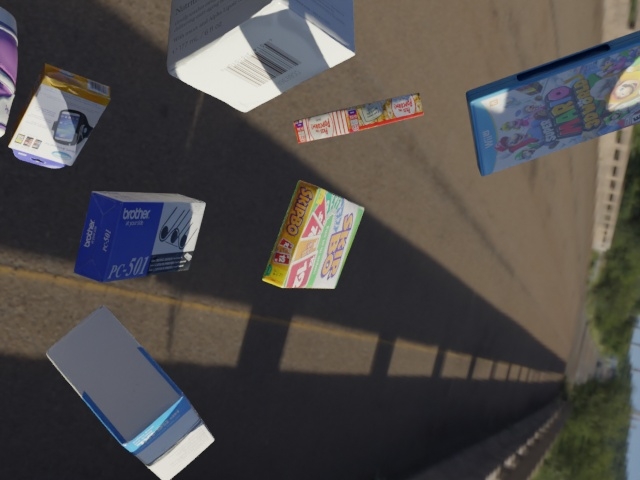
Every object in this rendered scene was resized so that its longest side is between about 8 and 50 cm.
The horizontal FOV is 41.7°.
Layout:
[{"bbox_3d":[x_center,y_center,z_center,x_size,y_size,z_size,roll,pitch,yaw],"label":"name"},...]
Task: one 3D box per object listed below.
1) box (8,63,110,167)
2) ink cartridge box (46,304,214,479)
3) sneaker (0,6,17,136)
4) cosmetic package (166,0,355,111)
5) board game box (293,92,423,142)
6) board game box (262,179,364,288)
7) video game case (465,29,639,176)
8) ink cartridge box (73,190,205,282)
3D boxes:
[{"bbox_3d":[-0.318,-0.144,1.014,0.136,0.081,0.028,-46,-139,35],"label":"box"},{"bbox_3d":[-0.215,0.186,0.981,0.086,0.148,0.203,-41,158,-17],"label":"ink cartridge box"},{"bbox_3d":[-0.397,-0.159,0.721,0.282,0.102,0.161,11,71,-41],"label":"sneaker"},{"bbox_3d":[-0.080,-0.401,1.156,0.156,0.217,0.385,23,55,-44],"label":"cosmetic package"},{"bbox_3d":[0.071,-0.227,1.550,0.193,0.146,0.045,-19,101,-38],"label":"board game box"},{"bbox_3d":[0.000,0.000,1.083,0.259,0.039,0.124,10,100,-77],"label":"board game box"},{"bbox_3d":[0.216,-0.119,0.747,0.119,0.166,0.015,62,11,-58],"label":"video game case"},{"bbox_3d":[-0.216,-0.008,1.034,0.207,0.046,0.097,-5,112,-71],"label":"ink cartridge box"}]
